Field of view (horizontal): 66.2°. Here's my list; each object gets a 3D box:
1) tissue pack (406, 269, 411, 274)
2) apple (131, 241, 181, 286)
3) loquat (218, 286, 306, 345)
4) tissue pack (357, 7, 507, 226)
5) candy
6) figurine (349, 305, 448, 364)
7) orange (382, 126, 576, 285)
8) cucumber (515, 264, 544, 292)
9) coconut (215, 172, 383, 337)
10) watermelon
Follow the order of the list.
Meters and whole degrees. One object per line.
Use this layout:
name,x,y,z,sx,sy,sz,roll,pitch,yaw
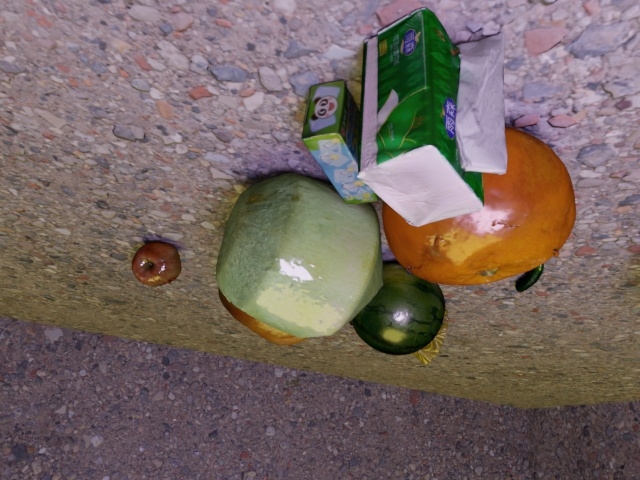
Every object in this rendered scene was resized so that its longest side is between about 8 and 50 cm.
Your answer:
tissue pack,0.296,0.018,1.079,0.236,0.073,0.173,-2,154,20
apple,-0.444,0.063,1.333,0.126,0.125,0.102,2,180,11
loquat,-0.101,0.109,1.188,0.276,0.275,0.284,18,172,-23
tissue pack,0.143,-0.151,0.585,0.156,0.208,0.148,-16,147,37
candy,0.039,-0.143,0.764,0.062,0.097,0.194,-3,154,24
figurine,0.207,0.238,1.500,0.316,0.168,0.187,21,111,-9
orange,0.236,-0.048,0.760,0.284,0.225,0.283,-3,158,-1
cucumber,0.526,0.098,1.237,0.033,0.036,0.184,-1,154,0
coconut,-0.021,0.031,0.927,0.329,0.328,0.281,19,118,-24
watermelon,0.193,0.172,1.247,0.243,0.242,0.242,6,156,3
